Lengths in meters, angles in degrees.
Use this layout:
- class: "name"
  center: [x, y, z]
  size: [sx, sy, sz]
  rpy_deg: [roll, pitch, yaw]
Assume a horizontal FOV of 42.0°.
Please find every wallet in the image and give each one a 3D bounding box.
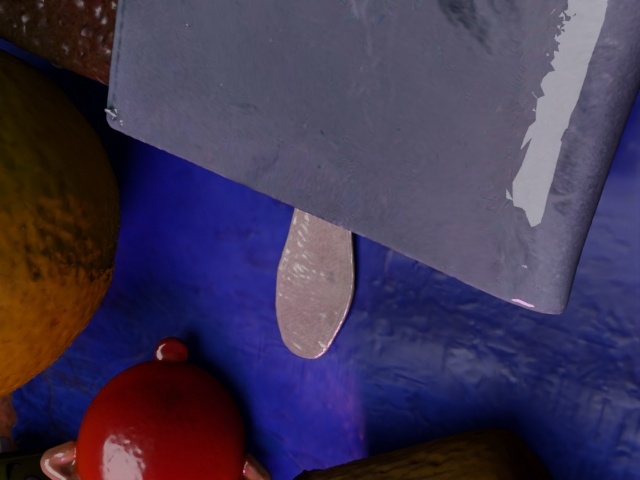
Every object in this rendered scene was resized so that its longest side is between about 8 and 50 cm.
- class: "wallet"
  center: [0.023, -0.128, 0.404]
  size: [0.291, 0.054, 0.251]
  rpy_deg: [25, 113, 24]

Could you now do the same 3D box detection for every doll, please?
- class: "doll"
  center: [-0.131, 0.187, 0.655]
  size: [0.183, 0.085, 0.217]
  rpy_deg: [-4, 80, -15]

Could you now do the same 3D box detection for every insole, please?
- class: "insole"
  center: [0.000, 0.000, 0.607]
  size: [0.063, 0.010, 0.191]
  rpy_deg: [14, 111, 23]

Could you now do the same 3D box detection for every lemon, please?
- class: "lemon"
  center: [-0.278, -0.014, 0.588]
  size: [0.293, 0.293, 0.292]
  rpy_deg: [8, 108, 25]

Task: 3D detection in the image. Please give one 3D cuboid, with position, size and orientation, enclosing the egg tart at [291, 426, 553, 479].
- class: "egg tart"
  center: [0.081, 0.225, 0.530]
  size: [0.171, 0.215, 0.215]
  rpy_deg: [-30, 90, 16]

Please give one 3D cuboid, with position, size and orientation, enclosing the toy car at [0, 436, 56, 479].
- class: "toy car"
  center: [-0.273, 0.274, 0.742]
  size: [0.248, 0.204, 0.198]
  rpy_deg: [-33, 66, 32]

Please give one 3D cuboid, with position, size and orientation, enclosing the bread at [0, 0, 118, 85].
- class: "bread"
  center: [-0.199, -0.219, 0.588]
  size: [0.417, 0.113, 0.165]
  rpy_deg: [24, 113, 21]
